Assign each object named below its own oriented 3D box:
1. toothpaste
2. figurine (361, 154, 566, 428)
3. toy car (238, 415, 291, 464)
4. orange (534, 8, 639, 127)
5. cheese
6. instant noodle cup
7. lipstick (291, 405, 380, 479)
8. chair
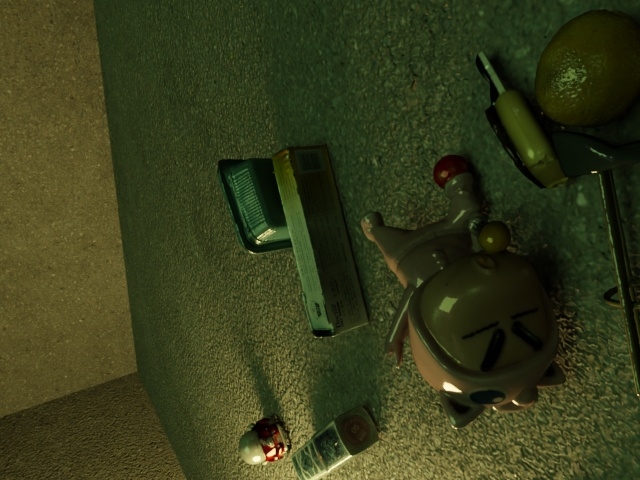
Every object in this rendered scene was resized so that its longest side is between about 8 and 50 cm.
[{"bbox_3d":[0.000,0.000,0.844,0.071,0.089,0.313,-15,89,52],"label":"toothpaste"},{"bbox_3d":[0.143,0.047,0.561,0.186,0.176,0.287,79,176,-59],"label":"figurine"},{"bbox_3d":[-0.148,0.506,1.265,0.139,0.112,0.112,-43,65,56],"label":"toy car"},{"bbox_3d":[0.224,-0.142,0.424,0.085,0.085,0.095,23,107,53],"label":"orange"},{"bbox_3d":[0.191,-0.127,0.504,0.036,0.086,0.162,-36,54,30],"label":"cheese"},{"bbox_3d":[-0.086,-0.074,0.900,0.070,0.157,0.179,-29,77,42],"label":"instant noodle cup"},{"bbox_3d":[0.019,0.406,0.989,0.077,0.076,0.290,59,148,22],"label":"lipstick"},{"bbox_3d":[0.269,0.001,0.412,0.095,0.104,0.222,-19,90,29],"label":"chair"}]
